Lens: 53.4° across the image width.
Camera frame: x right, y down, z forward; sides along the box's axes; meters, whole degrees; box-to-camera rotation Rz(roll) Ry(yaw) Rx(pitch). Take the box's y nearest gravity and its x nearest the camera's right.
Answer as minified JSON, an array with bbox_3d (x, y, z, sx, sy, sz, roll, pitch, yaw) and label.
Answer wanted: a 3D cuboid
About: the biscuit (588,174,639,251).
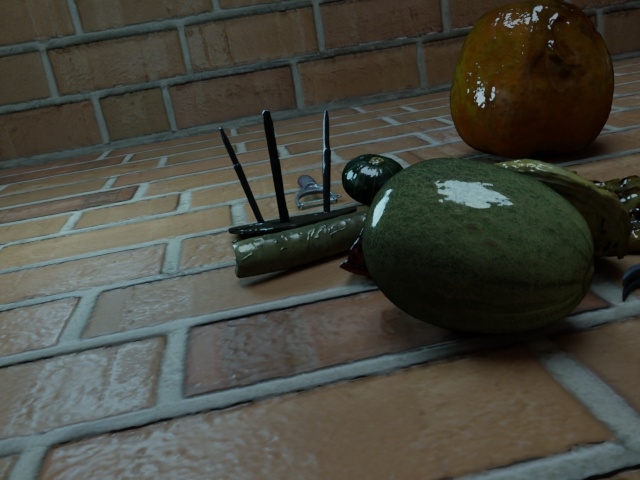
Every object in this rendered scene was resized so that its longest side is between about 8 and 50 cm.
[{"bbox_3d":[0.589,-0.068,1.214,0.290,0.081,0.334,-5,18,9],"label":"biscuit"}]

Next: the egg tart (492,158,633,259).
[{"bbox_3d":[0.362,-0.028,1.052,0.291,0.291,0.107,12,71,47],"label":"egg tart"}]

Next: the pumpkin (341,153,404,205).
[{"bbox_3d":[0.135,-0.148,1.586,0.167,0.125,0.167,-4,39,4],"label":"pumpkin"}]

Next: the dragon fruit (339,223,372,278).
[{"bbox_3d":[0.095,-0.001,1.200,0.092,0.122,0.192,-18,17,25],"label":"dragon fruit"}]

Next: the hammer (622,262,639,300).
[{"bbox_3d":[0.517,0.088,0.850,0.137,0.037,0.290,-9,18,-2],"label":"hammer"}]

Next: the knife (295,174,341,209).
[{"bbox_3d":[-0.024,-0.151,1.792,0.124,0.053,0.278,-6,19,-8],"label":"knife"}]

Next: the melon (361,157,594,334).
[{"bbox_3d":[0.214,0.010,0.903,0.329,0.248,0.249,16,30,36],"label":"melon"}]

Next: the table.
[{"bbox_3d":[-0.087,-0.158,1.428,0.318,0.248,0.317,-10,6,1],"label":"table"}]

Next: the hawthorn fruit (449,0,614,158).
[{"bbox_3d":[0.595,-0.453,1.795,0.472,0.471,0.471,-8,19,3],"label":"hawthorn fruit"}]

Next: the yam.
[{"bbox_3d":[0.000,0.000,1.290,0.372,0.083,0.083,-14,19,-21],"label":"yam"}]

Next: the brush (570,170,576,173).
[{"bbox_3d":[0.557,-0.161,1.599,0.170,0.014,0.043,-6,17,6],"label":"brush"}]
